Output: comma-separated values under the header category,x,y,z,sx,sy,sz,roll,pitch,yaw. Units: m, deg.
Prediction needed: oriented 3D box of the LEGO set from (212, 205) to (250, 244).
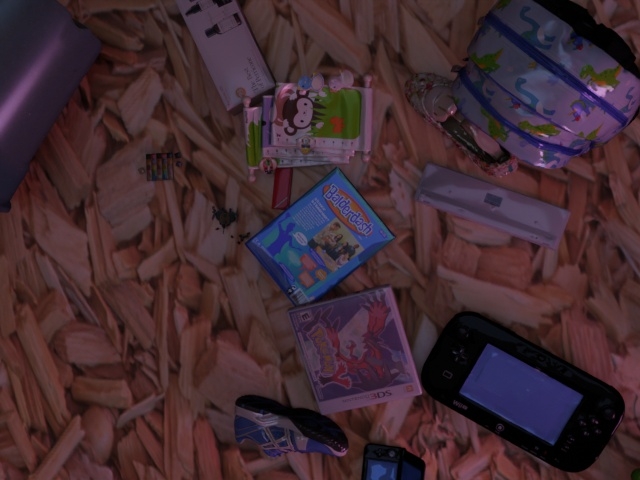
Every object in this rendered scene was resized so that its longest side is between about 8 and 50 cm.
category,x,y,z,sx,sy,sz,roll,pitch,yaw
LEGO set,-0.161,-0.031,1.342,0.054,0.023,0.083,-25,100,9

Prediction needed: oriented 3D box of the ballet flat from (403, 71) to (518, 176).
category,x,y,z,sx,sy,sz,roll,pitch,yaw
ballet flat,0.239,-0.201,1.257,0.241,0.077,0.091,41,96,6

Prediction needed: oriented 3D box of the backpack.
category,x,y,z,sx,sy,sz,roll,pitch,yaw
backpack,0.334,-0.237,1.105,0.290,0.355,0.273,45,96,5

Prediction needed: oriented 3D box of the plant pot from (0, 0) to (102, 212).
category,x,y,z,sx,sy,sz,roll,pitch,yaw
plant pot,-0.564,-0.278,1.255,0.341,0.341,0.334,37,87,6

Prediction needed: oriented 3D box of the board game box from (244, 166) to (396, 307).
category,x,y,z,sx,sy,sz,roll,pitch,yaw
board game box,0.000,0.000,1.303,0.210,0.047,0.160,-39,87,7

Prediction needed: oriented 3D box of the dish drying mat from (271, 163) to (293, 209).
category,x,y,z,sx,sy,sz,roll,pitch,yaw
dish drying mat,-0.067,-0.096,1.333,0.032,0.008,0.083,6,91,8

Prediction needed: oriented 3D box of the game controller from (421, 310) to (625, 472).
category,x,y,z,sx,sy,sz,roll,pitch,yaw
game controller,0.331,0.251,1.252,0.319,0.067,0.166,29,94,7

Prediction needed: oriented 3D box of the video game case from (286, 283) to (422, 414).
category,x,y,z,sx,sy,sz,roll,pitch,yaw
video game case,0.058,0.188,1.278,0.183,0.023,0.201,-15,102,13

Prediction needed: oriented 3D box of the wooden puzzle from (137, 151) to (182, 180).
category,x,y,z,sx,sy,sz,roll,pitch,yaw
wooden puzzle,-0.290,-0.133,1.363,0.083,0.006,0.049,-2,90,8

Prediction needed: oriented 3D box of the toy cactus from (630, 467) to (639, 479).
category,x,y,z,sx,sy,sz,roll,pitch,yaw
toy cactus,0.529,0.439,1.223,0.219,0.112,0.180,-24,106,5

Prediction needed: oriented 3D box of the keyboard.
category,x,y,z,sx,sy,sz,roll,pitch,yaw
keyboard,0.291,-0.060,1.285,0.256,0.014,0.072,20,88,7

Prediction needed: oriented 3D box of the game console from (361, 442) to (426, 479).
category,x,y,z,sx,sy,sz,roll,pitch,yaw
game console,0.120,0.417,1.278,0.107,0.071,0.122,6,91,7

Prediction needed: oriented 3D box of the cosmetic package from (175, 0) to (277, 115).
category,x,y,z,sx,sy,sz,roll,pitch,yaw
cosmetic package,-0.166,-0.349,1.319,0.099,0.060,0.239,-26,87,8

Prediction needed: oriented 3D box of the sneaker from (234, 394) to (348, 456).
category,x,y,z,sx,sy,sz,roll,pitch,yaw
sneaker,-0.052,0.335,1.304,0.211,0.080,0.081,15,99,17

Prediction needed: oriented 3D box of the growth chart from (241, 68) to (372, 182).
category,x,y,z,sx,sy,sz,roll,pitch,yaw
growth chart,-0.022,-0.199,1.294,0.237,0.021,0.172,-8,105,1
